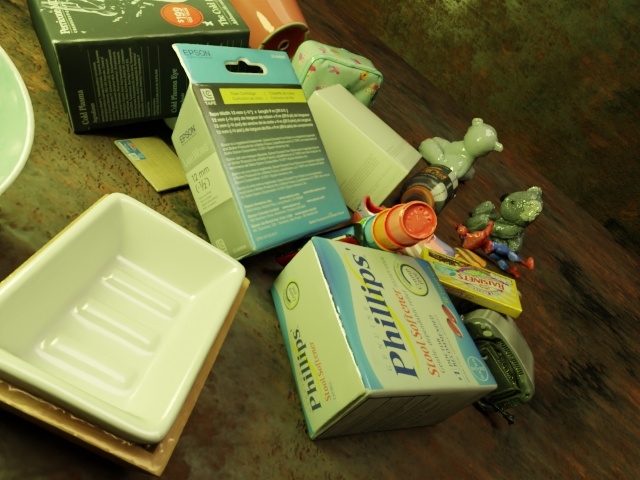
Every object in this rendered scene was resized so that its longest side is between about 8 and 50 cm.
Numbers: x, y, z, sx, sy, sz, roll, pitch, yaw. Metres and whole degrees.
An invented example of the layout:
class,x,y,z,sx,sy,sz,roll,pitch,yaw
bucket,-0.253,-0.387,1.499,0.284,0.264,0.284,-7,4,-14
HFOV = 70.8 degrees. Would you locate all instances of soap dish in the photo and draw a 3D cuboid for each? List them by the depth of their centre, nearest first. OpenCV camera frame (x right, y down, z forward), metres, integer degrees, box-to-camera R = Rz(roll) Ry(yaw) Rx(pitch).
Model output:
class,x,y,z,sx,sy,sz,roll,pitch,yaw
soap dish,-0.231,0.093,0.524,0.229,0.118,0.290,33,34,-11

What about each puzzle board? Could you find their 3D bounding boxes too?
class,x,y,z,sx,sy,sz,roll,pitch,yaw
puzzle board,-0.300,-0.142,0.828,0.128,0.011,0.096,46,35,10

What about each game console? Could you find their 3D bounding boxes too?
class,x,y,z,sx,sy,sz,roll,pitch,yaw
game console,0.000,0.000,0.821,0.124,0.144,0.085,45,31,-61

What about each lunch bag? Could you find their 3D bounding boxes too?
class,x,y,z,sx,sy,sz,roll,pitch,yaw
lunch bag,0.033,-0.430,1.304,0.280,0.224,0.107,2,45,-35

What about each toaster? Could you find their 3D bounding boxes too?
class,x,y,z,sx,sy,sz,roll,pitch,yaw
toaster,0.347,0.232,0.910,0.226,0.129,0.146,57,33,3

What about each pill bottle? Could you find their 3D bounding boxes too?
class,x,y,z,sx,sy,sz,roll,pitch,yaw
pill bottle,0.311,-0.137,1.310,0.130,0.130,0.246,44,34,6

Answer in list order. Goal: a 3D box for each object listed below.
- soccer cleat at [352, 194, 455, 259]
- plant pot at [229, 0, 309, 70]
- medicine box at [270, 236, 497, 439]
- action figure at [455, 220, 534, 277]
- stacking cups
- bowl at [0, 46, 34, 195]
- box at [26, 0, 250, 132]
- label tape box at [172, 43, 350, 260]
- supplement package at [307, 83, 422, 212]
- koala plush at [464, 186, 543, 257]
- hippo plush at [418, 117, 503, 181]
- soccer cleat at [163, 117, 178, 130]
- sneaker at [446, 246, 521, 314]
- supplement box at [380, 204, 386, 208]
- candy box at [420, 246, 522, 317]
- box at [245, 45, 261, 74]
class,x,y,z,sx,sy,sz,roll,pitch,yaw
soccer cleat,0.191,-0.021,1.025,0.248,0.095,0.083,23,29,16
plant pot,-0.175,-0.670,1.359,0.275,0.275,0.243,-21,75,-53
medicine box,0.096,0.157,0.742,0.290,0.149,0.263,12,42,-37
action figure,0.524,0.001,1.396,0.281,0.091,0.139,25,43,-23
stacking cups,0.121,-0.010,0.845,0.096,0.096,0.316,38,-8,-3
bowl,-0.479,-0.112,0.440,0.312,0.163,0.311,24,52,-36
box,-0.349,-0.399,0.838,0.313,0.178,0.343,-19,62,-27
label tape box,-0.115,-0.158,0.806,0.249,0.115,0.347,-20,88,-46
supplement package,0.080,-0.229,1.147,0.293,0.177,0.175,42,34,1
koala plush,0.628,-0.076,1.464,0.203,0.221,0.196,44,33,5
hippo plush,0.518,-0.349,1.659,0.234,0.236,0.294,45,34,7
soccer cleat,-0.269,-0.270,0.966,0.076,0.068,0.196,52,28,-19
sneaker,0.306,0.101,1.062,0.322,0.124,0.180,10,31,-34
supplement box,0.154,-0.044,1.133,0.062,0.036,0.098,43,33,3
candy box,0.303,0.083,0.921,0.206,0.027,0.105,20,36,1
box,-0.304,-0.489,1.148,0.261,0.103,0.184,-13,58,-50
